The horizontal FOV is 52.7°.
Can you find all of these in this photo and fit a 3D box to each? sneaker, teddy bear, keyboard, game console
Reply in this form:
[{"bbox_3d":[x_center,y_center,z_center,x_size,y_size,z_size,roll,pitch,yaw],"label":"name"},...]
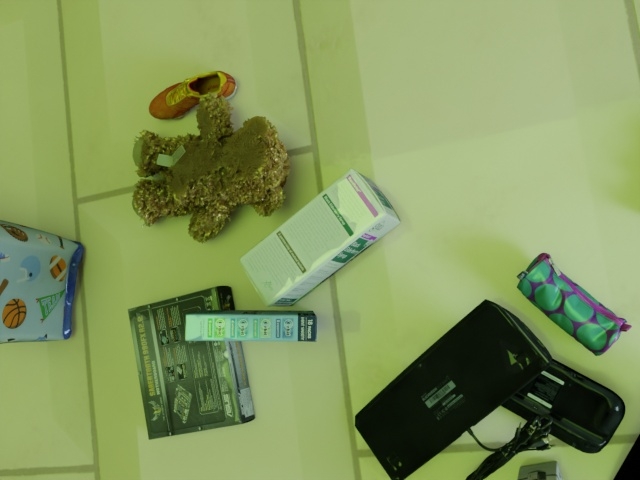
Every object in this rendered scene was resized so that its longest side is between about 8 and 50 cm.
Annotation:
[{"bbox_3d":[-0.234,-0.262,1.136,0.175,0.067,0.064,-18,81,20],"label":"sneaker"},{"bbox_3d":[-0.193,-0.117,1.101,0.338,0.113,0.245,-22,72,25],"label":"teddy bear"},{"bbox_3d":[0.200,0.249,0.915,0.317,0.033,0.201,-48,65,27],"label":"keyboard"},{"bbox_3d":[0.378,0.231,0.856,0.361,0.044,0.213,28,113,24],"label":"game console"}]

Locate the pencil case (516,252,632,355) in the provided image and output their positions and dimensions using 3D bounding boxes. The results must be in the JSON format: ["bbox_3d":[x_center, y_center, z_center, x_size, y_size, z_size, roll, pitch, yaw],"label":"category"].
[{"bbox_3d":[0.345,0.086,0.892,0.152,0.064,0.070,43,139,17],"label":"pencil case"}]

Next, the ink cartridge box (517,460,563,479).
[{"bbox_3d":[0.299,0.359,0.850,0.056,0.135,0.099,-17,80,18],"label":"ink cartridge box"}]

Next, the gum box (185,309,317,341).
[{"bbox_3d":[-0.100,0.128,0.976,0.184,0.157,0.041,0,86,-3],"label":"gum box"}]

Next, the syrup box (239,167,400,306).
[{"bbox_3d":[0.000,0.000,1.013,0.237,0.093,0.096,-37,74,14],"label":"syrup box"}]

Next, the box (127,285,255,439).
[{"bbox_3d":[-0.222,0.208,1.100,0.183,0.056,0.231,-16,80,19],"label":"box"}]

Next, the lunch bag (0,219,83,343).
[{"bbox_3d":[-0.684,0.048,1.141,0.386,0.328,0.238,6,83,22],"label":"lunch bag"}]
